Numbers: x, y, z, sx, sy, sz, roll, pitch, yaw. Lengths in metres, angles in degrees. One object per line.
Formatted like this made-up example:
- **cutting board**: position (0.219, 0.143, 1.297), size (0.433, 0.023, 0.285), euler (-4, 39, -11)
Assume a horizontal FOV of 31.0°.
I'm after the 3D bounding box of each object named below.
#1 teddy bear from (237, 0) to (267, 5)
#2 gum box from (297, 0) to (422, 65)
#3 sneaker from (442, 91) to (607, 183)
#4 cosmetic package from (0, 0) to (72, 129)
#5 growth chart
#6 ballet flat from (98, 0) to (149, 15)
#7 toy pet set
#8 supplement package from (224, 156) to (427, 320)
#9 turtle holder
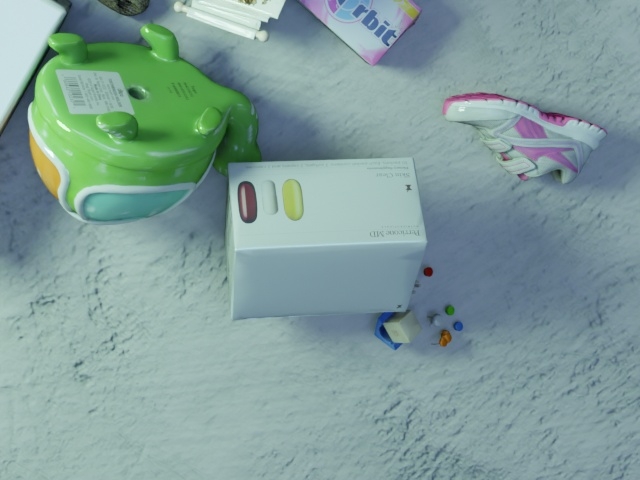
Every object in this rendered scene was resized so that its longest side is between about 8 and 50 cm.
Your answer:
- **teddy bear**: position (-0.173, -0.433, 1.505), size (0.113, 0.338, 0.245), euler (-44, 132, -30)
- **gum box**: position (0.045, -0.344, 1.643), size (0.188, 0.062, 0.107), euler (40, 96, -15)
- **sneaker**: position (0.295, -0.148, 1.706), size (0.252, 0.103, 0.111), euler (15, 99, -11)
- **cosmetic package**: position (-0.519, -0.205, 1.553), size (0.217, 0.156, 0.385), euler (31, 97, -14)
- **growth chart**: position (-0.092, -0.394, 1.597), size (0.172, 0.021, 0.237), euler (31, 94, 16)
- **ballet flat**: position (-0.343, -0.390, 1.579), size (0.250, 0.058, 0.084), euler (35, 96, -14)
- **toy pet set**: position (0.142, 0.120, 1.785), size (0.114, 0.065, 0.122), euler (-42, 112, -33)
- **supplement package**: position (0.000, 0.000, 1.630), size (0.262, 0.145, 0.204), euler (-3, 149, -8)
- **turtle holder**: position (-0.248, -0.150, 1.582), size (0.243, 0.320, 0.227), euler (40, 132, 15)
